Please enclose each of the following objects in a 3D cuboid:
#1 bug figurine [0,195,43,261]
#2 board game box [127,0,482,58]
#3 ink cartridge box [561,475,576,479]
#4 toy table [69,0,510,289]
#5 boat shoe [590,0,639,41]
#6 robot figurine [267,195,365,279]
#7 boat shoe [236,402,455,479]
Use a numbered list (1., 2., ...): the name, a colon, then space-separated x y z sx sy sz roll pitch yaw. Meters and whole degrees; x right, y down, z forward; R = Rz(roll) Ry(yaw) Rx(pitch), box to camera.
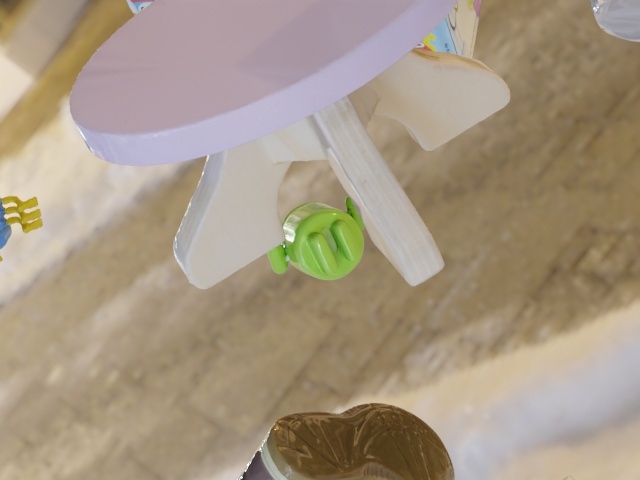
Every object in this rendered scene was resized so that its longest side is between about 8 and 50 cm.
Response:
1. bug figurine: -0.409 -0.018 1.853 0.279 0.072 0.216 -26 -39 -24
2. board game box: -0.008 -0.226 1.706 0.275 0.142 0.144 -1 54 19
3. ink cartridge box: 0.227 0.382 1.611 0.197 0.270 0.198 -47 4 29
4. toy table: -0.010 -0.090 1.271 0.274 0.161 0.252 -24 38 1
5. boat shoe: 0.198 -0.229 1.108 0.340 0.127 0.158 40 -137 -72
6. robot figurine: 0.000 0.000 1.797 0.101 0.067 0.115 -30 14 -9
7. boat shoe: 0.018 0.176 1.499 0.073 0.223 0.080 -37 64 29
